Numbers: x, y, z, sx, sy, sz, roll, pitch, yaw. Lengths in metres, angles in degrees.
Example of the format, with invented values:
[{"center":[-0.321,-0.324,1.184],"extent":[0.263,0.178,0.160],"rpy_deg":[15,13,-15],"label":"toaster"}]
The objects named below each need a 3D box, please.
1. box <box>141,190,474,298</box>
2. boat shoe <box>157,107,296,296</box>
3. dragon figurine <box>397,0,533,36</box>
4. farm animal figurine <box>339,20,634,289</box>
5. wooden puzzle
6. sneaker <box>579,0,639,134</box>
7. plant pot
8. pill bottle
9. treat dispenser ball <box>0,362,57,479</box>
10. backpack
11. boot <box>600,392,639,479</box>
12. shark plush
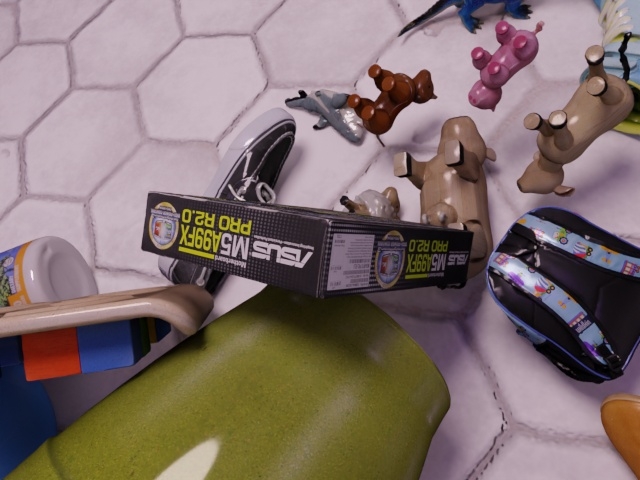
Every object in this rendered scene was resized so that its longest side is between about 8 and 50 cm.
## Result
[{"center":[0.000,0.000,0.554],"extent":[0.216,0.270,0.060],"rpy_deg":[10,95,36],"label":"box"},{"center":[-0.113,-0.051,0.816],"extent":[0.104,0.113,0.306],"rpy_deg":[33,81,21],"label":"boat shoe"},{"center":[0.253,-0.404,0.847],"extent":[0.288,0.144,0.085],"rpy_deg":[-5,64,15],"label":"dragon figurine"},{"center":[0.195,-0.093,0.707],"extent":[0.330,0.172,0.327],"rpy_deg":[14,89,37],"label":"farm animal figurine"},{"center":[-0.298,0.100,0.598],"extent":[0.347,0.322,0.081],"rpy_deg":[-3,89,-8],"label":"wooden puzzle"},{"center":[0.409,-0.278,0.750],"extent":[0.208,0.127,0.319],"rpy_deg":[-30,60,1],"label":"sneaker"},{"center":[-0.060,0.228,0.560],"extent":[0.366,0.367,0.353],"rpy_deg":[31,65,27],"label":"plant pot"},{"center":[-0.498,0.106,0.838],"extent":[0.271,0.152,0.153],"rpy_deg":[-20,61,7],"label":"pill bottle"},{"center":[-0.482,0.263,0.680],"extent":[0.287,0.288,0.289],"rpy_deg":[-7,64,14],"label":"treat dispenser ball"},{"center":[0.275,0.055,0.624],"extent":[0.173,0.117,0.158],"rpy_deg":[34,81,17],"label":"backpack"},{"center":[0.335,0.301,0.483],"extent":[0.211,0.104,0.295],"rpy_deg":[-36,66,-25],"label":"boot"},{"center":[0.002,-0.208,0.888],"extent":[0.161,0.073,0.067],"rpy_deg":[20,103,20],"label":"shark plush"}]
